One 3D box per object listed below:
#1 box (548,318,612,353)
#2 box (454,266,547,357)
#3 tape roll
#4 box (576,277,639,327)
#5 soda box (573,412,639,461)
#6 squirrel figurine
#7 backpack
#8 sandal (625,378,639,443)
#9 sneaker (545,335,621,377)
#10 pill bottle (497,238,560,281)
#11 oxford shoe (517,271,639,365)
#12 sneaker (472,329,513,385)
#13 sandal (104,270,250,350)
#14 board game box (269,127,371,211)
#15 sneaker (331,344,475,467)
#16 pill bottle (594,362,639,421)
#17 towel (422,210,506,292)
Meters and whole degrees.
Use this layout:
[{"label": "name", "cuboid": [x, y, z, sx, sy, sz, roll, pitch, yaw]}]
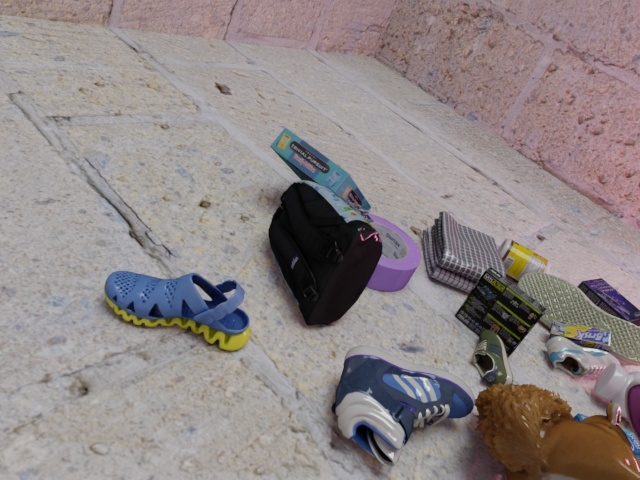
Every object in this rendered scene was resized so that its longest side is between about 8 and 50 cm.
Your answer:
[{"label": "box", "cuboid": [0.785, 0.293, 1.695, 0.168, 0.054, 0.059, 11, 49, 21]}, {"label": "box", "cuboid": [0.499, 0.202, 1.568, 0.190, 0.184, 0.045, 40, 32, 24]}, {"label": "tape roll", "cuboid": [0.159, 0.029, 1.675, 0.274, 0.090, 0.275, 19, 32, -12]}, {"label": "box", "cuboid": [0.998, 0.241, 1.958, 0.153, 0.108, 0.207, -3, 40, -40]}, {"label": "soda box", "cuboid": [0.712, 0.502, 1.379, 0.209, 0.071, 0.067, 21, 31, -9]}, {"label": "squirrel figurine", "cuboid": [0.518, 0.427, 1.168, 0.397, 0.281, 0.370, 44, 28, 23]}, {"label": "backpack", "cuboid": [0.000, 0.000, 1.449, 0.273, 0.290, 0.355, 5, 29, -46]}, {"label": "sandal", "cuboid": [0.760, 0.485, 1.190, 0.102, 0.169, 0.417, -36, 107, -38]}, {"label": "sneaker", "cuboid": [0.771, 0.362, 1.638, 0.228, 0.088, 0.092, 18, 40, -3]}, {"label": "pill bottle", "cuboid": [0.723, 0.092, 1.970, 0.214, 0.117, 0.117, 31, 31, 8]}, {"label": "oxford shoe", "cuboid": [0.838, 0.260, 1.806, 0.449, 0.169, 0.130, 33, -11, 27]}, {"label": "sneaker", "cuboid": [0.443, 0.303, 1.487, 0.086, 0.064, 0.192, 21, 34, -18]}, {"label": "sandal", "cuboid": [-0.283, 0.116, 1.164, 0.317, 0.138, 0.126, 16, 34, -13]}, {"label": "board game box", "cuboid": [0.012, -0.193, 1.749, 0.253, 0.079, 0.336, 39, -1, 21]}, {"label": "sneaker", "cuboid": [0.177, 0.371, 1.147, 0.322, 0.130, 0.236, 25, 40, -12]}, {"label": "pill bottle", "cuboid": [0.892, 0.447, 1.534, 0.245, 0.136, 0.136, 33, 31, 12]}, {"label": "towel", "cuboid": [0.471, 0.043, 1.836, 0.234, 0.121, 0.284, 20, 35, -8]}]
